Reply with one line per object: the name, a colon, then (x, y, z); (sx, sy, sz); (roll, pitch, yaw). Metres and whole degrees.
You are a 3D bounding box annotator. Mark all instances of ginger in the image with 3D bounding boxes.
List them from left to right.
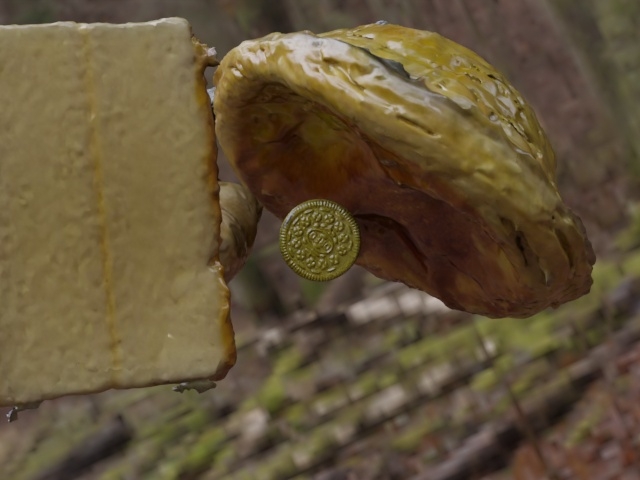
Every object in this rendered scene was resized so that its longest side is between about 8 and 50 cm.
ginger: (-0.101, 0.000, 1.904); (0.122, 0.115, 0.193); (-13, 20, 47)

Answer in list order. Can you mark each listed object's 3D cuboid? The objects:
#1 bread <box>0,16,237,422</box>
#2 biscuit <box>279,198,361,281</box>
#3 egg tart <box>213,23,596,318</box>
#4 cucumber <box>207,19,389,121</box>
bread: (-0.212, -0.019, 1.431); (0.207, 0.279, 0.279); (-8, 5, -27)
biscuit: (0.000, 0.000, 1.951); (0.084, 0.084, 0.023); (-25, 5, -1)
egg tart: (0.098, -0.087, 1.971); (0.178, 0.443, 0.443); (-59, 11, -20)
cucumber: (-0.036, -0.203, 2.441); (0.293, 0.067, 0.067); (-21, -3, -16)
